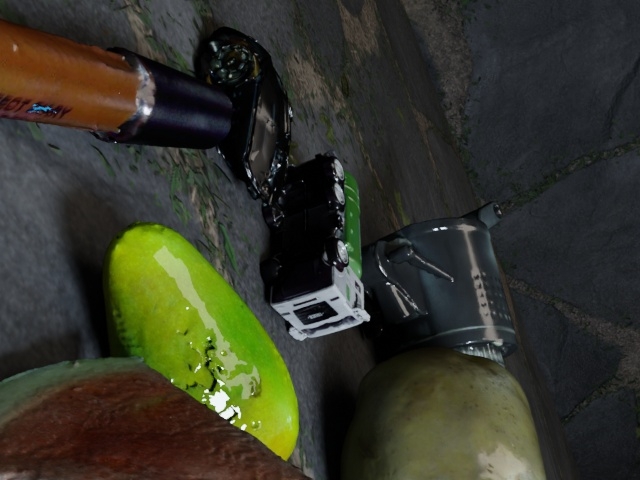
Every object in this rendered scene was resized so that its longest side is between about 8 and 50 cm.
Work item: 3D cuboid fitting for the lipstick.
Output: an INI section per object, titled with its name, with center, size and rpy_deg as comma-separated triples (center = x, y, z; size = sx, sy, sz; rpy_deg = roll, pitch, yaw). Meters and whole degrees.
[lipstick]
center = -0.185, -0.115, 0.599
size = 0.418, 0.077, 0.077
rpy_deg = -6, 79, -70

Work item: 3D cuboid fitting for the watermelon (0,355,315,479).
[watermelon]
center = -0.109, 0.156, 0.469
size = 0.207, 0.202, 0.136
rpy_deg = -68, 176, -59

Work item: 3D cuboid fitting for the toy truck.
[toy truck]
center = 0.000, 0.000, 0.981
size = 0.125, 0.101, 0.242
rpy_deg = 53, 27, -42

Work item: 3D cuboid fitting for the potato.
[potato]
center = 0.141, 0.265, 0.937
size = 0.243, 0.221, 0.326
rpy_deg = 19, 43, -19

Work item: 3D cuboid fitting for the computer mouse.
[computer mouse]
center = -0.077, -0.153, 0.946
size = 0.146, 0.077, 0.242
rpy_deg = 27, 48, -63

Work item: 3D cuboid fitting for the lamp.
[lamp]
center = 0.198, 0.104, 1.283
size = 0.374, 0.205, 0.272
rpy_deg = -13, 80, -55

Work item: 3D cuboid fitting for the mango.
[mango]
center = -0.097, 0.091, 0.609
size = 0.125, 0.111, 0.233
rpy_deg = -84, 149, -60
